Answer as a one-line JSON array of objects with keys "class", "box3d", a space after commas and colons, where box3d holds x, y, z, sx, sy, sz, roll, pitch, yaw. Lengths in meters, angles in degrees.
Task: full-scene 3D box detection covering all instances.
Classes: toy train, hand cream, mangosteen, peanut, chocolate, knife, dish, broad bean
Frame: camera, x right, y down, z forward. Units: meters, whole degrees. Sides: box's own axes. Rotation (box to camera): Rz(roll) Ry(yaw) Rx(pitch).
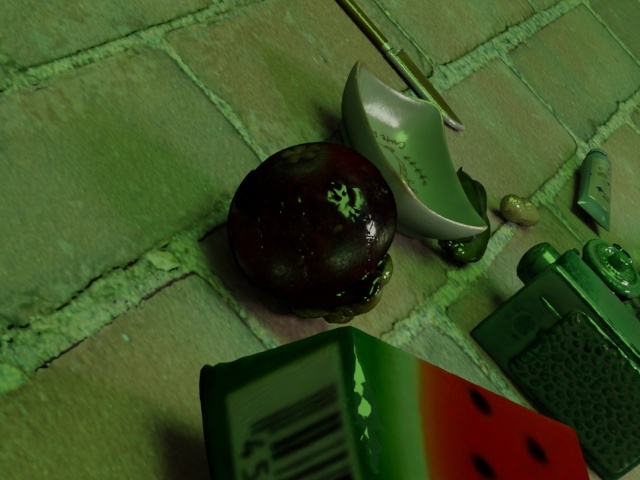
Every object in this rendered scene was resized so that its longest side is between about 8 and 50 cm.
[{"class": "toy train", "box3d": [0.315, 0.118, 1.868, 0.266, 0.145, 0.202, 47, 29, 1]}, {"class": "hand cream", "box3d": [0.386, -0.076, 2.350, 0.065, 0.043, 0.170, 40, 30, -14]}, {"class": "mangosteen", "box3d": [0.000, 0.000, 1.565, 0.166, 0.166, 0.180, -70, 138, -61]}, {"class": "peanut", "box3d": [0.249, -0.037, 2.101, 0.083, 0.037, 0.037, 15, 40, -60]}, {"class": "chocolate", "box3d": [0.089, 0.263, 1.279, 0.341, 0.161, 0.360, 26, 40, -40]}, {"class": "knife", "box3d": [0.103, -0.240, 2.178, 0.256, 0.022, 0.046, 49, 22, 4]}, {"class": "dish", "box3d": [0.089, -0.087, 1.888, 0.151, 0.077, 0.212, 26, 33, -39]}, {"class": "broad bean", "box3d": [0.174, -0.026, 1.966, 0.061, 0.046, 0.195, 44, 28, -12]}]
